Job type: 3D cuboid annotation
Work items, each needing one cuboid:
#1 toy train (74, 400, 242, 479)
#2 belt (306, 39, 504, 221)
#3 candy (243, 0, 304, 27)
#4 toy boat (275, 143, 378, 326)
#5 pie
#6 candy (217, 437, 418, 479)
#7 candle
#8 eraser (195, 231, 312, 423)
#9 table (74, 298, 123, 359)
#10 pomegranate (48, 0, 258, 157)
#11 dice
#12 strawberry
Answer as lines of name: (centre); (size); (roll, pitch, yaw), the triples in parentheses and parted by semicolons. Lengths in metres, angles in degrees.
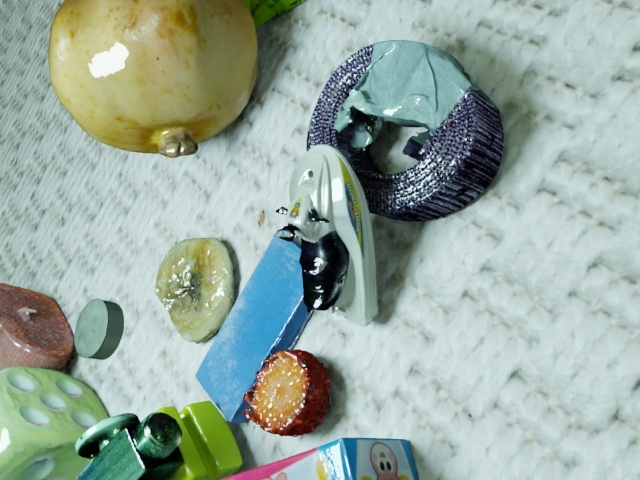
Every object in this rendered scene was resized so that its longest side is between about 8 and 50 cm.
toy train: (-0.322, 0.429, 1.089); (0.442, 0.272, 0.179); (-47, 61, 22)
belt: (0.119, -0.164, 1.006); (0.325, 0.122, 0.260); (29, 100, 44)
candy: (-0.081, -0.514, 1.343); (0.246, 0.069, 0.148); (-16, 63, 36)
toy boat: (0.005, 0.002, 0.973); (0.141, 0.269, 0.140); (-13, 30, 8)
pie: (-0.237, 0.082, 1.288); (0.185, 0.052, 0.218); (-51, 50, 9)
candy: (-0.029, 0.361, 0.928); (0.306, 0.157, 0.100); (-29, 58, 32)
candle: (-0.709, 0.196, 1.559); (0.317, 0.287, 0.131); (35, 100, 0)
eraser: (-0.103, 0.149, 1.148); (0.144, 0.043, 0.311); (38, 101, 44)
table: (-0.498, 0.199, 1.486); (0.134, 0.043, 0.133); (-16, 65, 38)
pomegranate: (-0.321, -0.337, 1.281); (0.412, 0.412, 0.411); (-16, 65, 38)
dice: (-0.603, 0.428, 1.357); (0.254, 0.250, 0.252); (41, 104, 42)
strawberry: (-0.045, 0.240, 1.033); (0.145, 0.086, 0.145); (-15, 66, 36)
